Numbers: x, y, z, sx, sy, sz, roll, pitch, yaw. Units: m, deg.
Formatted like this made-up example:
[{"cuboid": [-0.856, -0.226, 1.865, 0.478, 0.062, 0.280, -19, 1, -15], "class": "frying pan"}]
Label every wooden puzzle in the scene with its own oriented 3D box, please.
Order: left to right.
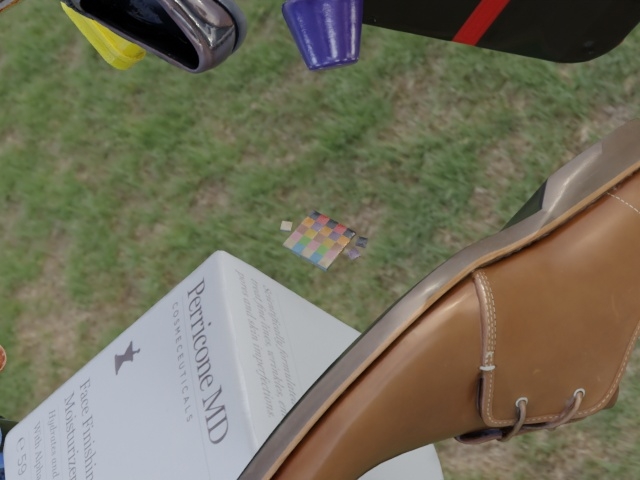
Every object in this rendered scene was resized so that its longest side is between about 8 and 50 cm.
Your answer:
[{"cuboid": [0.000, 0.000, 1.147, 0.083, 0.006, 0.049, 29, 60, 22], "class": "wooden puzzle"}]

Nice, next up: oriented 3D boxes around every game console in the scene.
[{"cuboid": [0.226, -0.319, 1.189, 0.386, 0.342, 0.060, 127, 144, -51], "class": "game console"}]

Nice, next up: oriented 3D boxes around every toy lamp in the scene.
[{"cuboid": [-0.014, -0.293, 1.134, 0.080, 0.080, 0.274, -10, 94, 39], "class": "toy lamp"}]

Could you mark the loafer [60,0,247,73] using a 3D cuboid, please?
[{"cuboid": [-0.229, -0.285, 1.388, 0.095, 0.303, 0.109, -59, -3, -47], "class": "loafer"}]

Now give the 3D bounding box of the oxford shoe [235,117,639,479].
[{"cuboid": [0.059, 0.042, 0.426, 0.212, 0.076, 0.076, -36, 81, -16], "class": "oxford shoe"}]

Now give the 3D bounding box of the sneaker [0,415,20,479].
[{"cuboid": [-0.292, 0.155, 0.979, 0.081, 0.232, 0.090, -32, 71, 23], "class": "sneaker"}]

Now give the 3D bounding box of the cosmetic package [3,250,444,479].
[{"cuboid": [-0.051, 0.137, 0.650, 0.184, 0.151, 0.151, -41, 40, 22], "class": "cosmetic package"}]

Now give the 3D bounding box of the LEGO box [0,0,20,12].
[{"cuboid": [-0.293, -0.338, 0.629, 0.373, 0.500, 0.193, -34, 17, -14], "class": "LEGO box"}]

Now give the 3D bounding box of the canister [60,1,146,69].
[{"cuboid": [-0.226, -0.314, 1.545, 0.170, 0.073, 0.126, -38, 93, 26], "class": "canister"}]

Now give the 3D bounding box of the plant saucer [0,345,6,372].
[{"cuboid": [-0.451, 0.156, 1.609, 0.083, 0.084, 0.013, 53, 141, 40], "class": "plant saucer"}]
